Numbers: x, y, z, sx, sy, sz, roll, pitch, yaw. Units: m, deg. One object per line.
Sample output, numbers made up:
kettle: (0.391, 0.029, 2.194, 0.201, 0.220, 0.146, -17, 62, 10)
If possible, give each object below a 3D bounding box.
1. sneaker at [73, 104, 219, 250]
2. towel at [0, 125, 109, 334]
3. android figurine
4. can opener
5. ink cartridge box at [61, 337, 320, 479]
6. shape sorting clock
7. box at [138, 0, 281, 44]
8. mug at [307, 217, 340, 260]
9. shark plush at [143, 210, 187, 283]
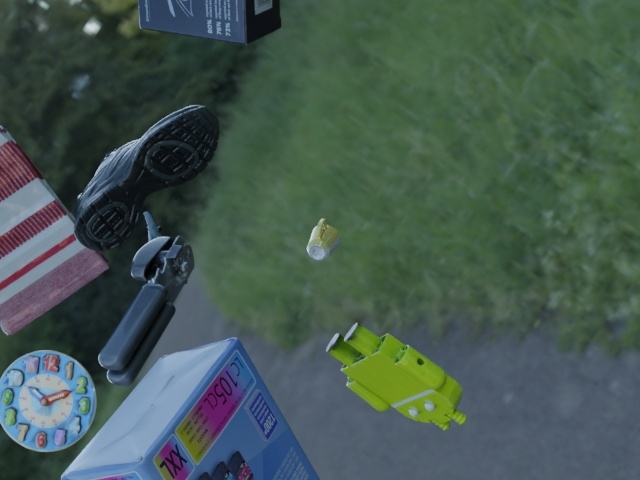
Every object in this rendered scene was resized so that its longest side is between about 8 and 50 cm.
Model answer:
sneaker: (-0.281, -0.117, 1.818, 0.286, 0.109, 0.130, -40, 35, 3)
towel: (-0.565, -0.017, 2.091, 0.237, 0.329, 0.037, -33, 16, 7)
android figurine: (0.143, 0.253, 2.113, 0.056, 0.273, 0.248, -57, 11, -28)
can opener: (-0.282, 0.103, 1.847, 0.076, 0.095, 0.283, 73, -147, -40)
ink cartridge box: (-0.129, 0.371, 1.570, 0.151, 0.395, 0.270, -13, 24, 33)
shape sorting clock: (-0.553, 0.324, 2.358, 0.206, 0.206, 0.040, -56, -3, -2)
box: (-0.174, -0.399, 1.805, 0.108, 0.207, 0.153, -39, -43, -51)
mug: (-0.002, 0.003, 2.348, 0.062, 0.078, 0.064, -23, 19, 29)
shark plush: (-0.287, 0.024, 2.116, 0.067, 0.073, 0.161, 34, -128, -75)
